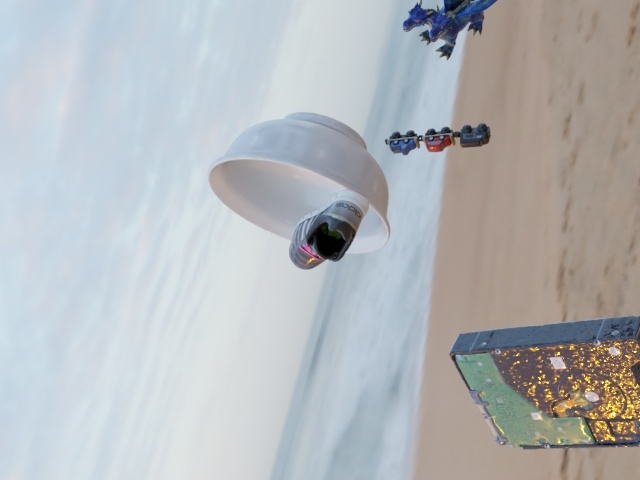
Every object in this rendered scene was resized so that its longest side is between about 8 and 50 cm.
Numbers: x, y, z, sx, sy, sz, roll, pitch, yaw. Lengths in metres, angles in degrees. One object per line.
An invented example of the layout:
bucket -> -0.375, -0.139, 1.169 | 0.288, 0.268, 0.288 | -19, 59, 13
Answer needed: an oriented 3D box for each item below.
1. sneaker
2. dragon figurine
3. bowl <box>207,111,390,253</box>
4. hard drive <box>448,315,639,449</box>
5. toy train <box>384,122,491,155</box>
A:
sneaker -> 0.000, 0.000, 1.389 | 0.170, 0.063, 0.075 | -42, 16, 48
dragon figurine -> 0.255, -0.418, 1.870 | 0.289, 0.085, 0.144 | -39, -13, -22
bowl -> -0.016, -0.105, 1.621 | 0.298, 0.297, 0.134 | 104, -175, -69
hard drive -> 0.410, 0.243, 1.753 | 0.237, 0.339, 0.064 | 60, -139, -23
toy train -> 0.171, -0.146, 1.549 | 0.027, 0.158, 0.036 | 60, -149, -54
